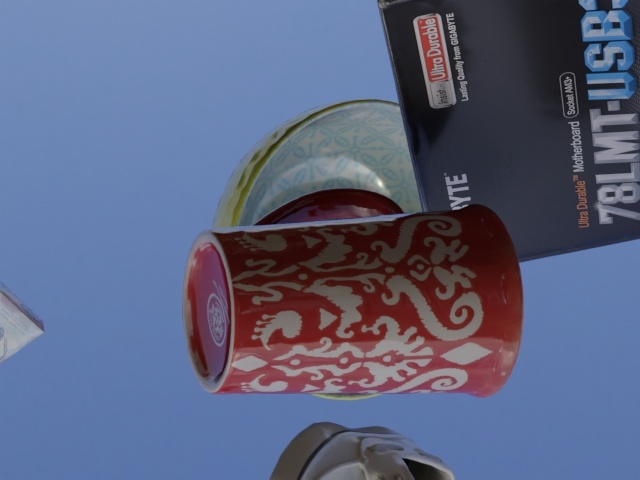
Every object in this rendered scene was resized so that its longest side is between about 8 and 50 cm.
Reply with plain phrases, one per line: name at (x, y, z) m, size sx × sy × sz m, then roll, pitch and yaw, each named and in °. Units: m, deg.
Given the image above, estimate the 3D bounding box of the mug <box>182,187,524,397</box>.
mug at (0.008, 0.035, 1.135) m, size 0.169 × 0.113 × 0.150 m, roll -2°, pitch -169°, yaw -23°

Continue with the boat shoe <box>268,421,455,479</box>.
boat shoe at (0.039, 0.200, 1.629) m, size 0.084 × 0.095 × 0.258 m, roll 19°, pitch -168°, yaw 24°

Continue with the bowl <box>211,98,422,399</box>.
bowl at (0.000, 0.000, 1.923) m, size 0.289 × 0.289 × 0.156 m, roll -30°, pitch -158°, yaw -25°

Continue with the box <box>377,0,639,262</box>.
box at (0.190, -0.105, 1.182) m, size 0.293 × 0.295 × 0.073 m, roll -13°, pitch -125°, yaw 2°

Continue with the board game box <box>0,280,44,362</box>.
board game box at (-0.275, 0.064, 1.515) m, size 0.090 × 0.090 × 0.020 m, roll -34°, pitch -146°, yaw 11°
